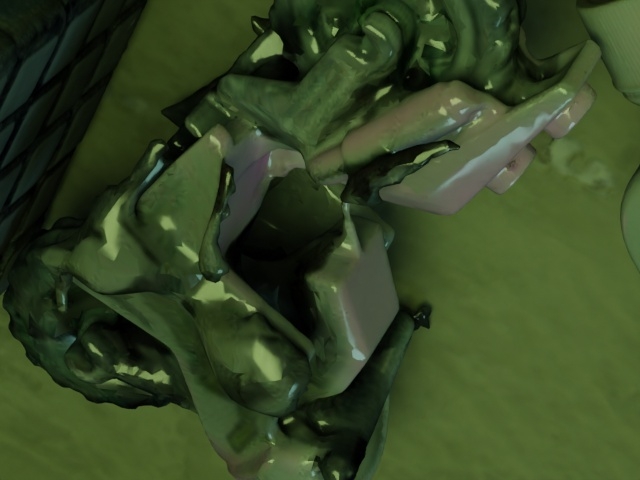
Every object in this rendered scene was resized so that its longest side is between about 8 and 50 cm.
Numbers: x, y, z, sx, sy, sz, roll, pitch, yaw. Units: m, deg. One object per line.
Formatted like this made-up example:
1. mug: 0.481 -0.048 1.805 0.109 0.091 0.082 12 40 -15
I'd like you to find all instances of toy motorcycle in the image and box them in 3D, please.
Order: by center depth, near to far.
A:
1. toy motorcycle: 0.000 0.000 0.842 0.188 0.143 0.327 41 130 -6

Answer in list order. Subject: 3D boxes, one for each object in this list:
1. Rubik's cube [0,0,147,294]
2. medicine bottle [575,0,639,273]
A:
1. Rubik's cube: -0.231 -0.076 0.838 0.237 0.237 0.238 32 120 1
2. medicine bottle: 0.218 0.006 0.797 0.161 0.111 0.296 -22 104 31
